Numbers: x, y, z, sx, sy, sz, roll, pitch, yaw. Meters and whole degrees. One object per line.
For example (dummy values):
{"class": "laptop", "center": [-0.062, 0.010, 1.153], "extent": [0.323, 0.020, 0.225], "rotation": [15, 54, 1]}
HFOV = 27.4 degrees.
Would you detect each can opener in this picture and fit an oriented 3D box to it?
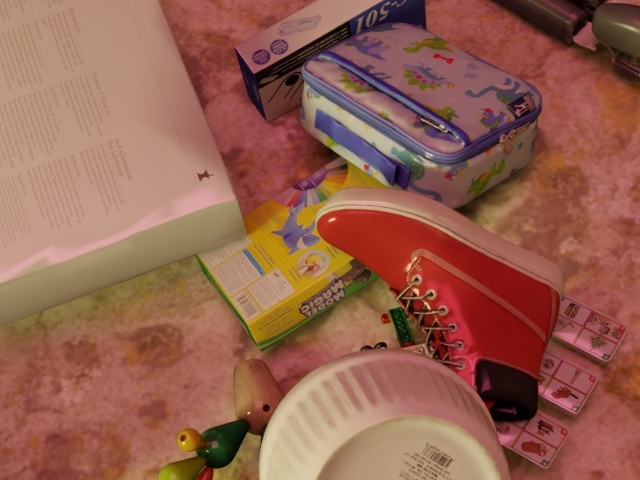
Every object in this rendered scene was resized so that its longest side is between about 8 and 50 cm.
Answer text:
{"class": "can opener", "center": [0.269, -0.260, 1.386], "extent": [0.283, 0.095, 0.076], "rotation": [35, 72, 21]}

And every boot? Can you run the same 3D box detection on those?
{"class": "boot", "center": [0.095, 0.065, 1.175], "extent": [0.244, 0.088, 0.176], "rotation": [23, 60, -8]}

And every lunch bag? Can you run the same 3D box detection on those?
{"class": "lunch bag", "center": [0.095, -0.127, 1.302], "extent": [0.176, 0.090, 0.219], "rotation": [-28, 50, -33]}

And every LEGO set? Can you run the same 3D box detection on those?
{"class": "LEGO set", "center": [0.145, 0.102, 1.261], "extent": [0.244, 0.060, 0.182], "rotation": [27, 57, 17]}

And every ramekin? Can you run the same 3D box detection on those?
{"class": "ramekin", "center": [0.057, 0.201, 1.075], "extent": [0.207, 0.109, 0.207], "rotation": [-2, 102, -9]}

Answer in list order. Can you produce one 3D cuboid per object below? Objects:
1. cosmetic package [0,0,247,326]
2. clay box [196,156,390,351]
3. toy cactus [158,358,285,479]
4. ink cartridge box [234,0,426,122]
{"class": "cosmetic package", "center": [-0.269, -0.129, 1.311], "extent": [0.284, 0.097, 0.377], "rotation": [-21, 66, -3]}
{"class": "clay box", "center": [0.000, 0.000, 1.297], "extent": [0.222, 0.053, 0.127], "rotation": [-31, 48, -10]}
{"class": "toy cactus", "center": [-0.048, 0.178, 1.197], "extent": [0.219, 0.112, 0.180], "rotation": [-13, 44, -9]}
{"class": "ink cartridge box", "center": [0.015, -0.214, 1.392], "extent": [0.207, 0.097, 0.046], "rotation": [-31, 64, -9]}
